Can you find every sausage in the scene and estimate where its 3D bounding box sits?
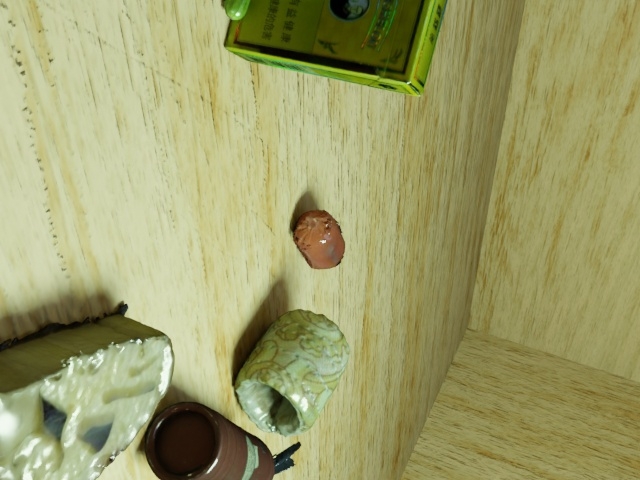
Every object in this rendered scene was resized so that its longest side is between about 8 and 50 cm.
[{"bbox_3d":[0.000,0.000,1.158,0.141,0.076,0.076,66,45,-62],"label":"sausage"}]

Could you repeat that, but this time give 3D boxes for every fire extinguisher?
[{"bbox_3d":[-0.113,0.300,1.017,0.138,0.102,0.344,-31,152,-2],"label":"fire extinguisher"}]

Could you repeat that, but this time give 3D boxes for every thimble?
[{"bbox_3d":[-0.043,0.206,1.115,0.143,0.138,0.190,-57,166,-37],"label":"thimble"}]

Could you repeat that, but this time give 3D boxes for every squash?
[{"bbox_3d":[-0.083,-0.277,0.775,0.027,0.027,0.089,1,104,-70],"label":"squash"}]

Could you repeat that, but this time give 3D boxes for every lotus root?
[{"bbox_3d":[-0.233,0.153,0.657,0.261,0.075,0.170,-28,134,-63],"label":"lotus root"}]

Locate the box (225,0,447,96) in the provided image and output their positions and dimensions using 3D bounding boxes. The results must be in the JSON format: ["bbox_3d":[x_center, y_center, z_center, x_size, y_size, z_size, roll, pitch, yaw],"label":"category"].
[{"bbox_3d":[0.019,-0.247,0.782,0.064,0.220,0.140,7,100,-70],"label":"box"}]
